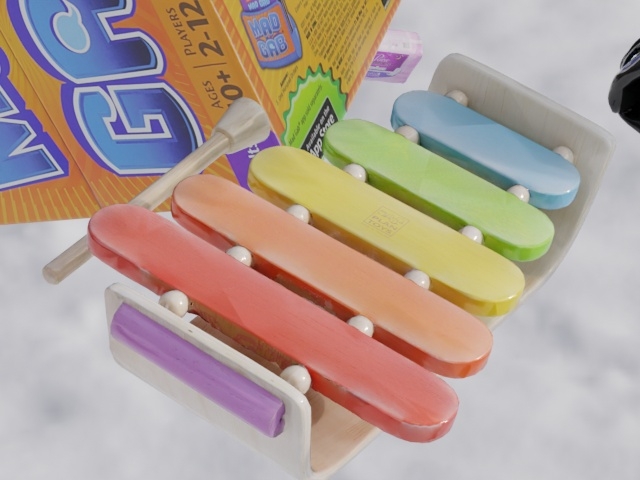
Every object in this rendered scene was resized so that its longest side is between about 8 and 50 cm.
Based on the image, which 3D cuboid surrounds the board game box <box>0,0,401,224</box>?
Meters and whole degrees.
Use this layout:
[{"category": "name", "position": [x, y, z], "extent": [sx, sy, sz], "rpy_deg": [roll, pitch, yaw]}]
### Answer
[{"category": "board game box", "position": [-0.172, -0.265, 1.467], "extent": [0.356, 0.356, 0.356], "rpy_deg": [-4, 40, 28]}]

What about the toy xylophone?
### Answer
[{"category": "toy xylophone", "position": [0.000, 0.000, 0.965], "extent": [0.236, 0.081, 0.322], "rpy_deg": [24, 39, 16]}]

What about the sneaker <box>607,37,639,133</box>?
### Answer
[{"category": "sneaker", "position": [0.326, -0.167, 1.634], "extent": [0.147, 0.130, 0.330], "rpy_deg": [9, 53, -23]}]

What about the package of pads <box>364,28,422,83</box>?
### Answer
[{"category": "package of pads", "position": [0.045, -0.168, 1.687], "extent": [0.083, 0.050, 0.032], "rpy_deg": [4, 58, -21]}]
